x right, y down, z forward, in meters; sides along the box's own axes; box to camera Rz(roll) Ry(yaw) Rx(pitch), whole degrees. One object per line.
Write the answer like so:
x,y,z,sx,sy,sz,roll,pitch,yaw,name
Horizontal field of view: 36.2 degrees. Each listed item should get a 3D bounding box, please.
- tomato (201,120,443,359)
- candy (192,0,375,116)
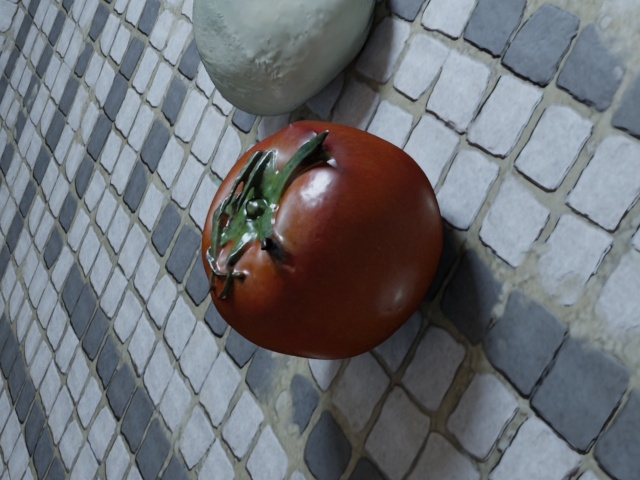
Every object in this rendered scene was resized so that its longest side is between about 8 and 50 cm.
0.000,0.000,1.008,0.256,0.224,0.255,-30,49,43,tomato
-0.061,-0.295,1.253,0.295,0.185,0.295,-30,49,41,candy
